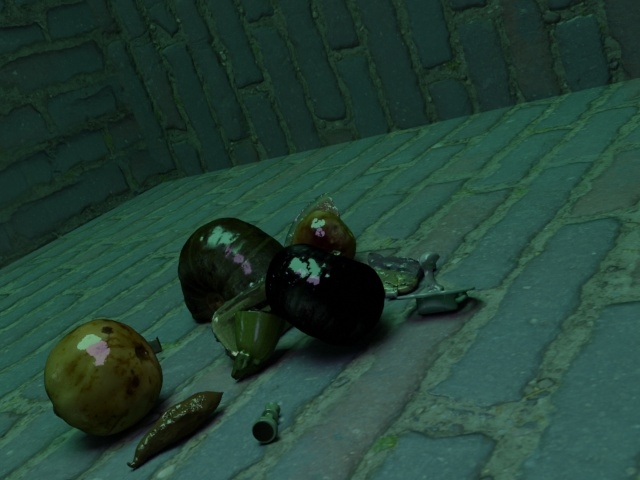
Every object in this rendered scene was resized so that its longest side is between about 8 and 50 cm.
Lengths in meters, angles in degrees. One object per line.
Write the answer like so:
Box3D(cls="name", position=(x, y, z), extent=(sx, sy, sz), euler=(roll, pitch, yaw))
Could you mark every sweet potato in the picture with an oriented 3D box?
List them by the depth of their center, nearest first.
Box3D(cls="sweet potato", position=(-0.251, 0.318, 1.386), extent=(0.206, 0.060, 0.068), euler=(-39, -9, -25))

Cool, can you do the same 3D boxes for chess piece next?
Box3D(cls="chess piece", position=(-0.084, 0.292, 1.309), extent=(0.042, 0.042, 0.093), euler=(-17, 9, 10))

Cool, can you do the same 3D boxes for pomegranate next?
Box3D(cls="pomegranate", position=(-0.412, 0.261, 1.512), extent=(0.215, 0.215, 0.215), euler=(-18, 16, 5))

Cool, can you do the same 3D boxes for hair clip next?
Box3D(cls="hair clip", position=(-0.104, 0.142, 1.703), extent=(0.321, 0.138, 0.091), euler=(-34, -9, -38))
Box3D(cls="hair clip", position=(0.138, 0.078, 1.723), extent=(0.187, 0.056, 0.146), euler=(-6, 27, 32))

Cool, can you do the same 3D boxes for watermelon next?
Box3D(cls="watermelon", position=(-0.019, -0.014, 2.110), extent=(0.207, 0.136, 0.202), euler=(-47, 22, -29))

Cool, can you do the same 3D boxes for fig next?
Box3D(cls="fig", position=(0.014, -0.014, 1.973), extent=(0.159, 0.159, 0.257), euler=(-16, 22, 15))

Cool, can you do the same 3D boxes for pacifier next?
Box3D(cls="pacifier", position=(0.218, 0.078, 1.522), extent=(0.150, 0.117, 0.126), euler=(-13, -9, 36))

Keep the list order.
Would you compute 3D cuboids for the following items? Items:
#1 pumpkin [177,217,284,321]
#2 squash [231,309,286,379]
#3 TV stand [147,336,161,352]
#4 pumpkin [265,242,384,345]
Box3D(cls="pumpkin", position=(-0.197, 0.053, 1.905), extent=(0.325, 0.232, 0.242), euler=(-2, 21, 38))
Box3D(cls="squash", position=(-0.125, 0.207, 1.547), extent=(0.105, 0.132, 0.105), euler=(8, -18, 3))
Box3D(cls="TV stand", position=(-0.482, 0.281, 1.821), extent=(0.249, 0.036, 0.042), euler=(-22, 15, -7))
Box3D(cls="pumpkin", position=(0.008, 0.096, 1.510), extent=(0.163, 0.233, 0.233), euler=(-66, 20, 2))
